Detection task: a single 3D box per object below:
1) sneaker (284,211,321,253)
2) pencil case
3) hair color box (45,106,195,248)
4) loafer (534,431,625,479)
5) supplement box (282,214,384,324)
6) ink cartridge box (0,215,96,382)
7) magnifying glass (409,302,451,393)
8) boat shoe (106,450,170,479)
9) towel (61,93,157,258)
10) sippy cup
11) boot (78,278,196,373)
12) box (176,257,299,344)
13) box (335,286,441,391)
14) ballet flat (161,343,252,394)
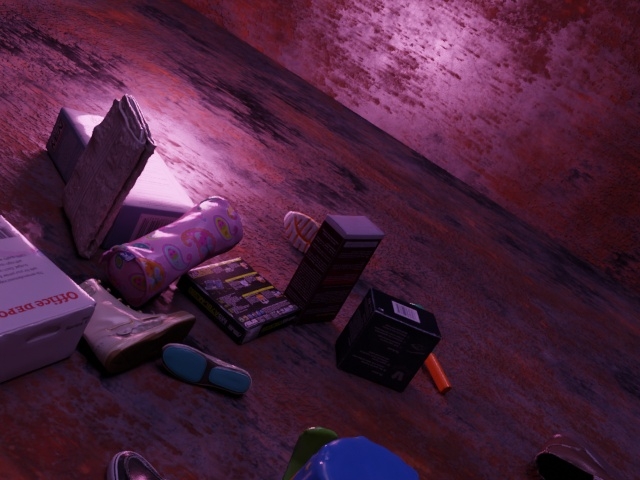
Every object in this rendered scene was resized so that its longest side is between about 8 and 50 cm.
[{"bbox_3d":[0.000,0.000,1.957,0.215,0.084,0.083,38,20,-6],"label":"sneaker"},{"bbox_3d":[-0.275,0.013,1.473,0.124,0.124,0.284,38,41,17],"label":"pencil case"},{"bbox_3d":[-0.429,-0.131,1.668,0.185,0.113,0.374,7,33,-44],"label":"hair color box"},{"bbox_3d":[0.549,0.524,1.499,0.130,0.134,0.366,1,27,-42],"label":"loafer"},{"bbox_3d":[0.021,0.062,1.642,0.130,0.239,0.073,1,35,-49],"label":"supplement box"},{"bbox_3d":[-0.507,0.074,1.152,0.278,0.117,0.201,38,24,18],"label":"ink cartridge box"},{"bbox_3d":[0.233,0.240,1.750,0.026,0.092,0.231,16,37,-38],"label":"magnifying glass"},{"bbox_3d":[-0.203,0.349,1.014,0.078,0.070,0.219,1,37,-49],"label":"boat shoe"},{"bbox_3d":[-0.406,-0.124,1.464,0.049,0.282,0.187,17,27,-38],"label":"towel"},{"bbox_3d":[0.023,0.386,1.012,0.305,0.224,0.240,42,25,27],"label":"sippy cup"},{"bbox_3d":[-0.326,0.128,1.313,0.165,0.077,0.213,37,27,20],"label":"boot"},{"bbox_3d":[-0.163,0.116,1.569,0.184,0.045,0.191,37,25,21],"label":"box"},{"bbox_3d":[0.135,0.203,1.594,0.156,0.158,0.093,24,25,-16],"label":"box"},{"bbox_3d":[-0.197,0.220,1.326,0.168,0.057,0.052,27,-5,-16],"label":"ballet flat"}]
